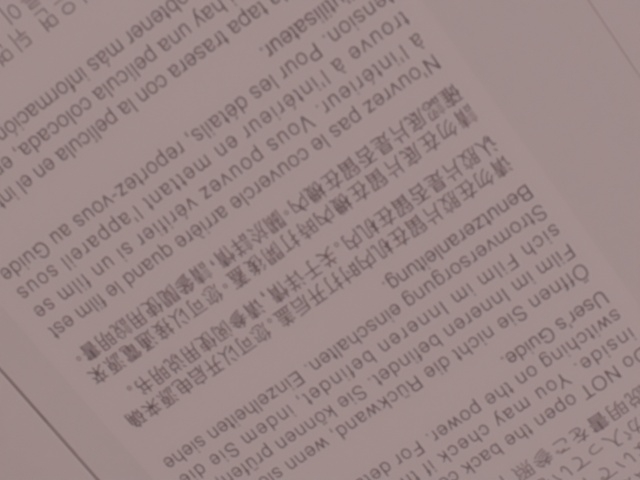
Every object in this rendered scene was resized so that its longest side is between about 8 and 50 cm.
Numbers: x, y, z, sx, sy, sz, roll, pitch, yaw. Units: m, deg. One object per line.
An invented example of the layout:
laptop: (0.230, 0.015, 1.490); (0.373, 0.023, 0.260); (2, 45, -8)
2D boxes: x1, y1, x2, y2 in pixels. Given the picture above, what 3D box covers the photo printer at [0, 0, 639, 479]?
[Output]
photo printer: (0.000, 0.000, 0.394); (0.256, 0.107, 0.307); (-36, 106, 11)
